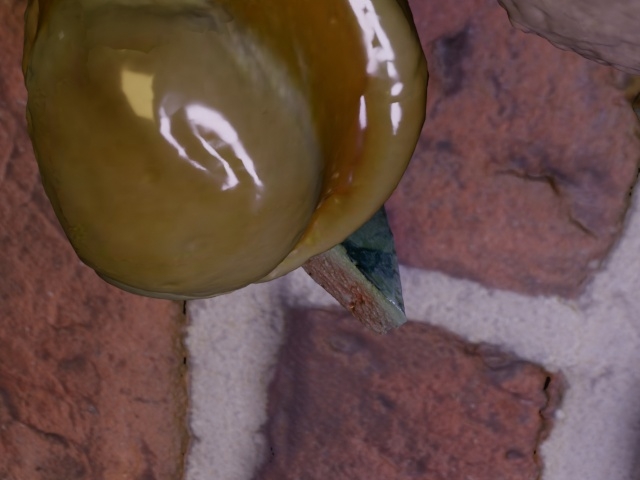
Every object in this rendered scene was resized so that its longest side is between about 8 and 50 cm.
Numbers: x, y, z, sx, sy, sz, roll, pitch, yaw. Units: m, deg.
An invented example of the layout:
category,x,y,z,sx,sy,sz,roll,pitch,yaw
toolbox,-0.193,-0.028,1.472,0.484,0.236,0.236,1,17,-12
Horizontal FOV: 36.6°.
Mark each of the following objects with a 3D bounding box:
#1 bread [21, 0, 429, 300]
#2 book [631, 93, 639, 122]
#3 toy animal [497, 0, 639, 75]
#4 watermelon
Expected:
category,x,y,z,sx,sy,sz,roll,pitch,yaw
bread,-0.057,-0.127,0.527,0.210,0.341,0.300,-7,117,-8
book,0.281,-0.025,0.595,0.016,0.199,0.138,-34,111,-11
toy animal,0.189,-0.195,0.505,0.359,0.188,0.226,18,117,3
watermelon,0.003,-0.007,0.735,0.180,0.081,0.094,52,135,0
